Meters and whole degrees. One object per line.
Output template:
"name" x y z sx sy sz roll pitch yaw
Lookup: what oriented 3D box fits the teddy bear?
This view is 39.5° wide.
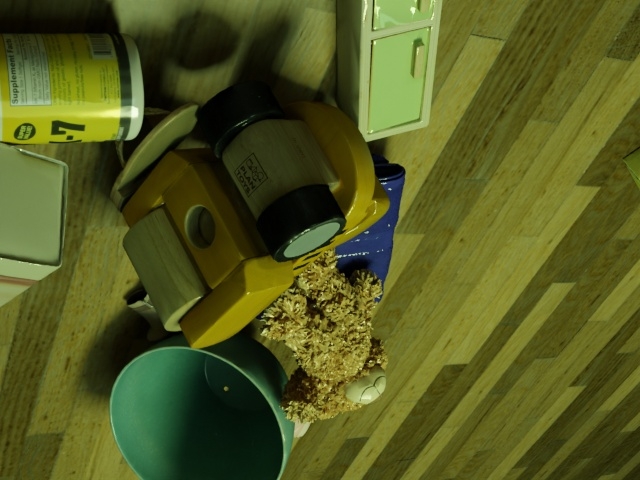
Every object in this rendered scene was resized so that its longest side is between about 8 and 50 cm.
"teddy bear" 0.020 0.147 1.313 0.245 0.113 0.338 -49 137 -45

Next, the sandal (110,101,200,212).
"sandal" -0.225 -0.120 1.081 0.088 0.079 0.240 -34 173 -35

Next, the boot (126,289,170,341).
"boot" -0.257 0.108 1.357 0.087 0.042 0.118 29 127 -35

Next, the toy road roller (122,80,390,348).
"toy road roller" -0.065 -0.032 1.111 0.241 0.202 0.329 -9 154 -51

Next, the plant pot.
"plant pot" -0.159 0.258 1.423 0.290 0.290 0.195 -49 179 27

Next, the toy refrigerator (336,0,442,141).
"toy refrigerator" 0.081 -0.250 1.078 0.102 0.094 0.269 -15 140 -12

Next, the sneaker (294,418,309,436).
"sneaker" -0.076 0.378 1.753 0.134 0.051 0.070 -40 135 12

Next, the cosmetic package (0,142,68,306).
"cosmetic package" -0.419 0.007 0.991 0.153 0.129 0.296 15 150 -38

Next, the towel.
"towel" 0.000 0.000 1.349 0.228 0.076 0.308 -8 140 -11

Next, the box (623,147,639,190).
"box" 0.615 -0.096 1.578 0.087 0.058 0.232 -37 140 14

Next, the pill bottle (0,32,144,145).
"pill bottle" -0.303 -0.161 0.951 0.209 0.119 0.119 -6 138 -23
